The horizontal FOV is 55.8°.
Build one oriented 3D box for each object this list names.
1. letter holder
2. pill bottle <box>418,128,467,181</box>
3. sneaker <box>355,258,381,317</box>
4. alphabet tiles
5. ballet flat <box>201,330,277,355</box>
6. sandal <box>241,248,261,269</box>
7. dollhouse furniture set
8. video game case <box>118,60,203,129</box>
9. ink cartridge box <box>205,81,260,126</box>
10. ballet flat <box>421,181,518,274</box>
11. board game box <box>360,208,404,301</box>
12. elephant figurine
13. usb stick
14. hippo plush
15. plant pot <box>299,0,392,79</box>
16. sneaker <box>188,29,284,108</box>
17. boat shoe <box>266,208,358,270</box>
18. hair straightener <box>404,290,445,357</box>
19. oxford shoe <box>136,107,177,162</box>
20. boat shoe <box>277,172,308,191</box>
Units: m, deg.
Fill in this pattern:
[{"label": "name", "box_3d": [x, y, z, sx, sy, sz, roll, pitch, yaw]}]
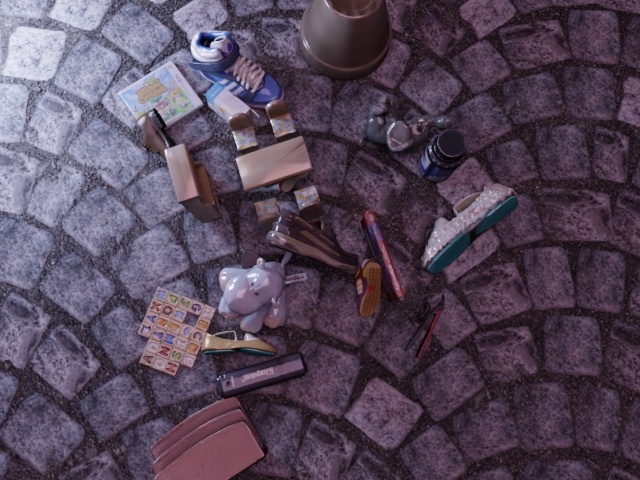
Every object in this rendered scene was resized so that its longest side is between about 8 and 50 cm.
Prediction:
[{"label": "letter holder", "box_3d": [-0.337, 0.609, 1.755, 0.302, 0.152, 0.214, -31, 80, -9]}, {"label": "pill bottle", "box_3d": [0.394, -0.273, 1.937, 0.123, 0.219, 0.122, 1, 78, -3]}, {"label": "sneaker", "box_3d": [0.145, 0.150, 1.922, 0.070, 0.084, 0.185, 4, 102, -28]}, {"label": "alphabet tiles", "box_3d": [-0.462, 0.288, 1.883, 0.198, 0.009, 0.237, 21, 78, 1]}, {"label": "ballet flat", "box_3d": [-0.249, 0.314, 1.857, 0.232, 0.080, 0.073, 2, 68, -3]}, {"label": "sandal", "box_3d": [-0.191, 0.106, 1.924, 0.067, 0.040, 0.179, -39, 98, -4]}, {"label": "dollhouse furniture set", "box_3d": [-0.230, -0.217, 1.839, 0.394, 0.256, 0.362, -18, 75, 2]}, {"label": "video game case", "box_3d": [-0.533, -0.473, 2.023, 0.212, 0.023, 0.193, -35, 83, -9]}, {"label": "ink cartridge box", "box_3d": [-0.285, -0.425, 1.986, 0.181, 0.104, 0.061, 39, 79, 5]}, {"label": "ballet flat", "box_3d": [0.458, -0.048, 1.960, 0.409, 0.147, 0.147, -36, 83, -12]}, {"label": "board game box", "box_3d": [0.191, 0.051, 1.899, 0.027, 0.145, 0.281, -18, 80, -6]}, {"label": "elephant figurine", "box_3d": [0.272, -0.351, 1.961, 0.239, 0.186, 0.169, 39, 57, 21]}, {"label": "usb stick", "box_3d": [-0.178, 0.413, 1.855, 0.278, 0.045, 0.077, -15, 80, -6]}, {"label": "hippo plush", "box_3d": [-0.167, 0.166, 1.788, 0.294, 0.236, 0.234, -21, 94, -5]}, {"label": "plant pot", "box_3d": [0.091, -0.734, 1.983, 0.323, 0.280, 0.323, 0, 80, -2]}, {"label": "sneaker", "box_3d": [-0.270, -0.558, 1.946, 0.323, 0.236, 0.130, 27, 79, 3]}, {"label": "boat shoe", "box_3d": [0.000, 0.000, 1.820, 0.132, 0.355, 0.130, 16, 86, 44]}, {"label": "hair straightener", "box_3d": [0.325, 0.253, 1.915, 0.089, 0.047, 0.230, 30, 78, 3]}, {"label": "oxford shoe", "box_3d": [-0.522, -0.305, 1.960, 0.096, 0.083, 0.227, -27, 92, 3]}, {"label": "boat shoe", "box_3d": [-0.086, -0.214, 1.987, 0.137, 0.043, 0.049, -48, 120, -10]}]
